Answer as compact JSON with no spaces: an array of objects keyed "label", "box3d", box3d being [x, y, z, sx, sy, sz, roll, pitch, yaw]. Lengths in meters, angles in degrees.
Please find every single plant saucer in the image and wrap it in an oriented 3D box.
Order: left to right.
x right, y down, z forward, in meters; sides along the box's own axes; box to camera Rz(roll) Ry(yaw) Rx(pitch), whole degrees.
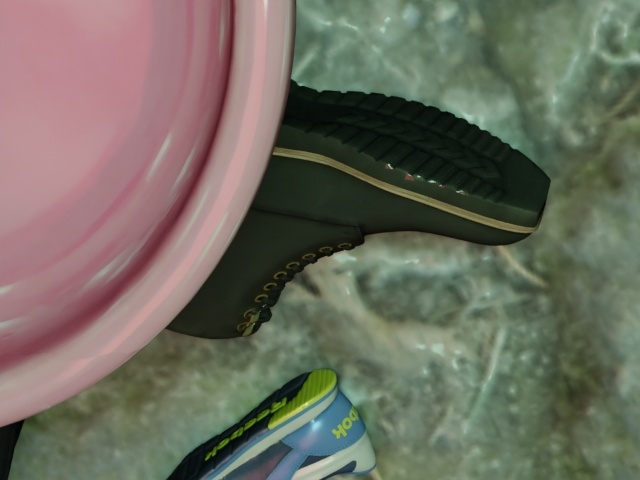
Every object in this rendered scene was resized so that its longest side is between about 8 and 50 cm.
[{"label":"plant saucer","box3d":[-0.170,-0.091,0.601,0.332,0.084,0.332,2,102,7]}]

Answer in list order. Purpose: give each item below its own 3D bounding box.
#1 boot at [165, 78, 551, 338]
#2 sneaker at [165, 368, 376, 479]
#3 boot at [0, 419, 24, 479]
[{"label":"boot","box3d":[0.000,0.000,0.753,0.198,0.077,0.137,19,118,14]},{"label":"sneaker","box3d":[-0.035,0.127,0.812,0.144,0.053,0.059,-35,106,19]},{"label":"boot","box3d":[-0.316,0.043,0.760,0.367,0.146,0.445,13,116,-7]}]
